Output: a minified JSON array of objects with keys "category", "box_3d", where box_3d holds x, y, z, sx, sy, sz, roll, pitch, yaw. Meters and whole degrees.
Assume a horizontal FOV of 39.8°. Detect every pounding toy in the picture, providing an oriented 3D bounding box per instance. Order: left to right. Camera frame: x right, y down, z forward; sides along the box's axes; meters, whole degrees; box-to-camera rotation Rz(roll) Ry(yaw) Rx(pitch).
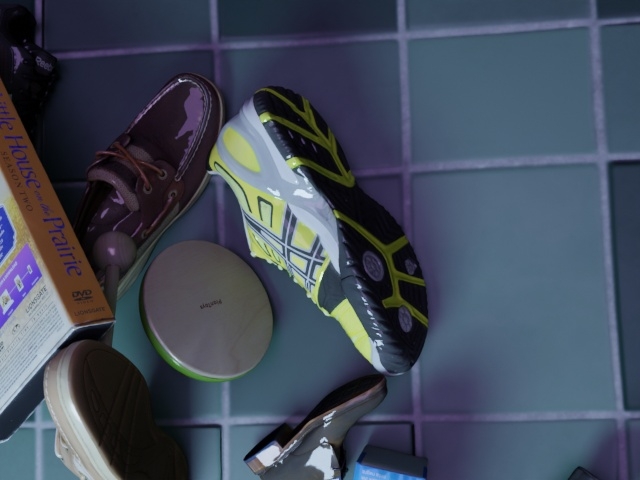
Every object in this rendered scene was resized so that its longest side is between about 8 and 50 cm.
[{"category":"pounding toy","box_3d":[-0.185,0.097,1.100,0.110,0.237,0.183,-36,48,43]}]

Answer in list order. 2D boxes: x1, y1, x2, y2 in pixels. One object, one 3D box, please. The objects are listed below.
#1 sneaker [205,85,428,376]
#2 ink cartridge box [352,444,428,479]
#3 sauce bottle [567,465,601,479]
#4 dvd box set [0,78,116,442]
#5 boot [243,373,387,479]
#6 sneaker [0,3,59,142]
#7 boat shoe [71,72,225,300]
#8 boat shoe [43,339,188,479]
[{"category":"sneaker","box_3d":[0.000,0.000,1.105,0.147,0.145,0.385,-33,84,34]},{"category":"ink cartridge box","box_3d":[0.068,0.359,1.040,0.085,0.148,0.203,11,86,8]},{"category":"sauce bottle","box_3d":[0.234,0.425,1.037,0.111,0.111,0.344,37,89,8]},{"category":"dvd box set","box_3d":[-0.420,0.000,1.064,0.307,0.062,0.420,-44,68,35]},{"category":"boot","box_3d":[0.018,0.252,1.085,0.219,0.082,0.106,-36,93,24]},{"category":"sneaker","box_3d":[-0.411,-0.191,1.168,0.135,0.097,0.276,-12,83,8]},{"category":"boat shoe","box_3d":[-0.237,-0.067,1.124,0.123,0.123,0.342,33,90,8]},{"category":"boat shoe","box_3d":[-0.251,0.232,1.011,0.110,0.341,0.122,0,49,12]}]
